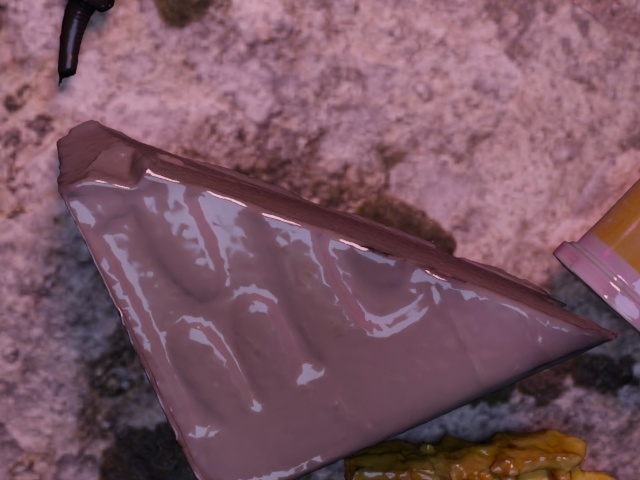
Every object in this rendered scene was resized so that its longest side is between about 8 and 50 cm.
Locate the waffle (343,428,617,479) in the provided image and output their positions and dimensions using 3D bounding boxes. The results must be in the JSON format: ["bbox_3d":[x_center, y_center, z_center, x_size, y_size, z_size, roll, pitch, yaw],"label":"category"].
[{"bbox_3d":[0.134,0.252,0.997,0.219,0.057,0.229,-6,104,-4],"label":"waffle"}]

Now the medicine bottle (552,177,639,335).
[{"bbox_3d":[0.344,-0.108,0.910,0.108,0.108,0.426,42,96,-12],"label":"medicine bottle"}]

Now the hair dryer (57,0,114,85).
[{"bbox_3d":[-0.089,-0.208,0.885,0.235,0.091,0.272,32,111,-21],"label":"hair dryer"}]

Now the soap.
[{"bbox_3d":[0.000,0.000,0.885,0.302,0.159,0.258,-23,101,-1],"label":"soap"}]
